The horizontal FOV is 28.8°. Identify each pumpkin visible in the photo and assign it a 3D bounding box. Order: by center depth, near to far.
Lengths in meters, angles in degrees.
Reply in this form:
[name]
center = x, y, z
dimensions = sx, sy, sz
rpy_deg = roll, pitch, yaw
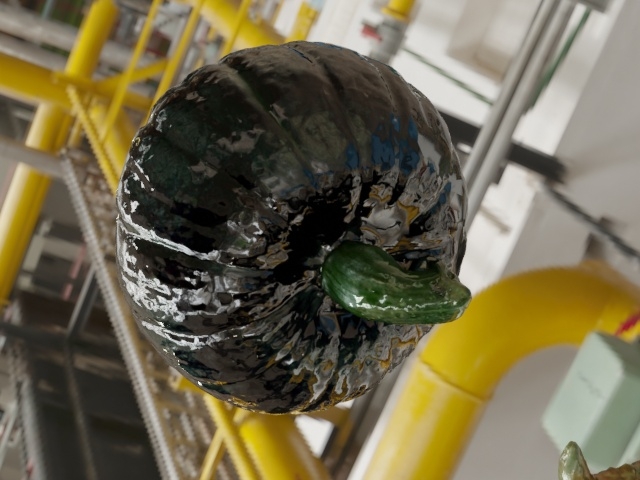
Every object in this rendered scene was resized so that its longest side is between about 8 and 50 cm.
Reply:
[pumpkin]
center = 0.000, 0.000, 0.793
dimensions = 0.248, 0.248, 0.248
rpy_deg = 22, -166, -6

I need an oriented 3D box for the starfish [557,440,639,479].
[starfish]
center = 0.271, 0.156, 0.624
dimensions = 0.358, 0.078, 0.347
rpy_deg = 48, -145, -8
